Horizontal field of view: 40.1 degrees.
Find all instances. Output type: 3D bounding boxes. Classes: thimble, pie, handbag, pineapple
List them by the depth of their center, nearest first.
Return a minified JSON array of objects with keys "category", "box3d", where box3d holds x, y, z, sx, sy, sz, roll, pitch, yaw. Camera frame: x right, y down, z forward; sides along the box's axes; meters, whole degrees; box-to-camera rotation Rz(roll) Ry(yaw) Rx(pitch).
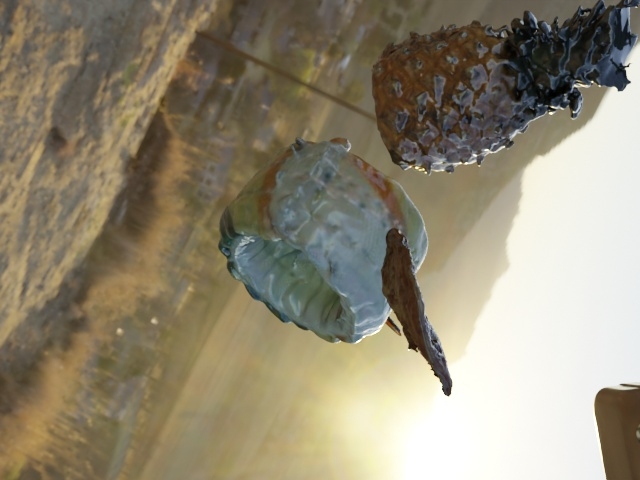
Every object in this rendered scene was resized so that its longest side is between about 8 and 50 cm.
[{"category":"pie","box3d":[0.073,0.042,0.757,0.191,0.033,0.088,-107,-173,-55]},{"category":"pineapple","box3d":[0.197,-0.169,0.906,0.158,0.279,0.157,45,37,-49]},{"category":"thimble","box3d":[0.000,0.000,1.150,0.167,0.254,0.288,-54,159,-25]},{"category":"handbag","box3d":[0.549,0.369,1.384,0.283,0.149,0.301,74,10,-76]}]

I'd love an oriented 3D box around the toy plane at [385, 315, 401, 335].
[{"category":"toy plane","box3d":[0.083,0.081,1.420,0.135,0.188,0.062,22,103,-50]}]
